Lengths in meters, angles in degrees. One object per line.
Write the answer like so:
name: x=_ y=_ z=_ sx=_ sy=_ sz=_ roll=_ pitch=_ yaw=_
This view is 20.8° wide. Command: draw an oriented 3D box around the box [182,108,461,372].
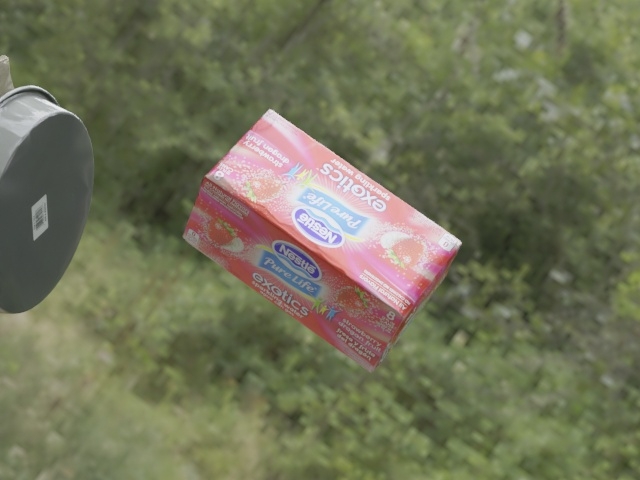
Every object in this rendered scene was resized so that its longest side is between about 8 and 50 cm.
box: x=0.000 y=0.000 z=1.834 sx=0.257 sy=0.128 sz=0.122 roll=36 pitch=-36 yaw=8

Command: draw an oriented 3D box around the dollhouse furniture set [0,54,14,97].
dollhouse furniture set: x=-0.493 y=-0.252 z=2.226 sx=0.129 sy=0.129 sz=0.183 roll=28 pitch=-42 yaw=37

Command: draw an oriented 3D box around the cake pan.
cake pan: x=-0.359 y=-0.038 z=2.100 sx=0.054 sy=0.293 sz=0.293 roll=16 pitch=-17 yaw=18
